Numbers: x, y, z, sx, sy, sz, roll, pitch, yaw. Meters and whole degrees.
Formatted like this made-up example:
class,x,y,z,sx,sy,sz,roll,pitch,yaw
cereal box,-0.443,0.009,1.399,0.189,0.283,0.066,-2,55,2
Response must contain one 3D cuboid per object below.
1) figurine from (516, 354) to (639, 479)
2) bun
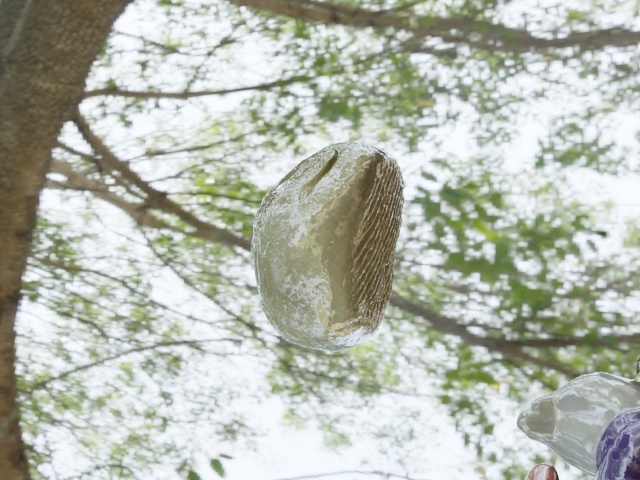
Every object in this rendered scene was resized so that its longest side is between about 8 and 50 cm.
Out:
class,x,y,z,sx,sy,sz,roll,pitch,yaw
figurine,0.243,0.182,0.905,0.421,0.193,0.154,-42,-39,-62
bun,0.000,0.000,0.921,0.173,0.114,0.166,-46,-39,-63
